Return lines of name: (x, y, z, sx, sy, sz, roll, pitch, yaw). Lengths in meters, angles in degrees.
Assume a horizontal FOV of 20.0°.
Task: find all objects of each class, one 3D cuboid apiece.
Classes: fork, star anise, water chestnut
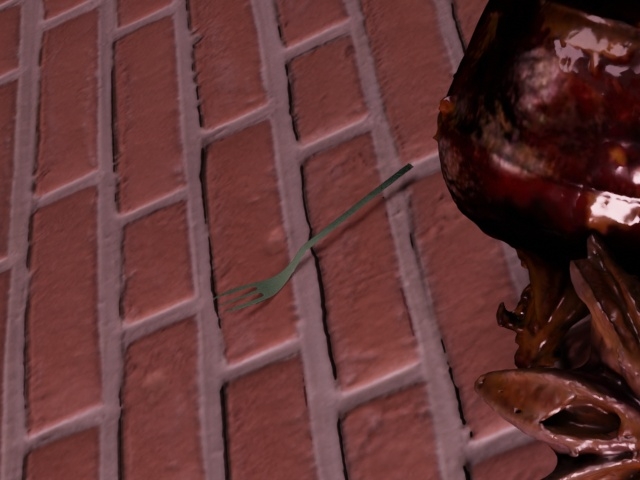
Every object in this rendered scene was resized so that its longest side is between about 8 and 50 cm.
fork: (0.001, 0.002, 1.762, 0.235, 0.021, 0.039, -36, 41, -9)
star anise: (0.261, 0.148, 1.280, 0.315, 0.315, 0.108, -25, -5, 8)
water chestnut: (0.241, -0.049, 1.455, 0.335, 0.335, 0.347, 23, 101, 47)
